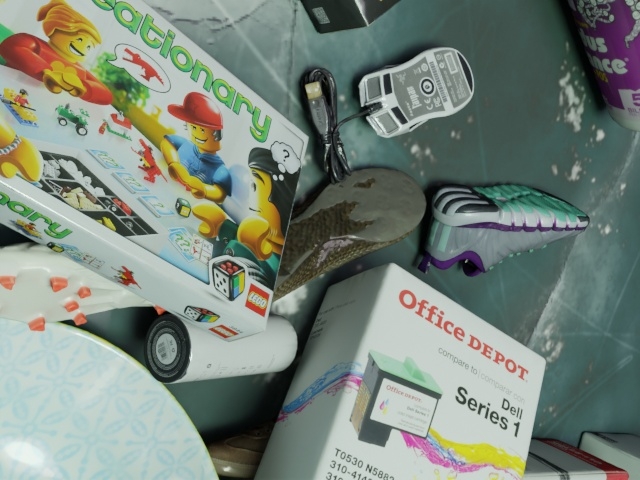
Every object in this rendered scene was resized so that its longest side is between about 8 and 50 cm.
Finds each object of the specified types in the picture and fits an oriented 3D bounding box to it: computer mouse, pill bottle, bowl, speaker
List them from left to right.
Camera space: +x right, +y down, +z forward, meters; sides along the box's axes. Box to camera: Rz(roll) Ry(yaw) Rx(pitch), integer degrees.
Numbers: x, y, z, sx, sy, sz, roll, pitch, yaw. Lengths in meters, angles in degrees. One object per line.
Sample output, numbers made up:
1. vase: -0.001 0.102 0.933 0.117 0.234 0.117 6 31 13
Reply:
1. bowl: -0.220 0.212 0.457 0.289 0.289 0.156 26 128 -35
2. speaker: -0.080 0.090 0.581 0.136 0.055 0.055 8 96 -54
3. computer mouse: 0.069 -0.133 0.666 0.193 0.042 0.106 -24 96 -26
4. pill bottle: 0.363 -0.285 0.755 0.169 0.169 0.301 -44 120 -19

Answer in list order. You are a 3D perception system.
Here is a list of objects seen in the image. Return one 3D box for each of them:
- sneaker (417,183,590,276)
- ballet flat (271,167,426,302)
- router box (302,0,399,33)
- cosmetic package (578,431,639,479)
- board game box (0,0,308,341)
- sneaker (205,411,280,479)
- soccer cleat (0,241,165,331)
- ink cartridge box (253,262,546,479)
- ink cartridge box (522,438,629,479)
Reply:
1. sneaker: 0.205 -0.008 0.777 0.224 0.083 0.098 2 119 -30
2. ballet flat: 0.000 0.000 0.646 0.250 0.058 0.084 -30 78 -31
3. router box: 0.032 -0.373 0.569 0.243 0.081 0.309 -42 119 -20
4. cosmetic package: 0.449 0.387 0.961 0.151 0.151 0.183 14 93 -35
5. board game box: -0.144 -0.078 0.481 0.305 0.053 0.193 35 50 -34
6. sneaker: -0.035 0.193 0.664 0.188 0.066 0.071 15 72 -37
7. soccer cleat: -0.172 0.019 0.512 0.196 0.076 0.068 1 138 -45
8. ink cartridge box: 0.069 0.190 0.611 0.201 0.117 0.278 32 60 -17
9. ink cartridge box: 0.233 0.351 0.823 0.273 0.114 0.197 15 91 -39
